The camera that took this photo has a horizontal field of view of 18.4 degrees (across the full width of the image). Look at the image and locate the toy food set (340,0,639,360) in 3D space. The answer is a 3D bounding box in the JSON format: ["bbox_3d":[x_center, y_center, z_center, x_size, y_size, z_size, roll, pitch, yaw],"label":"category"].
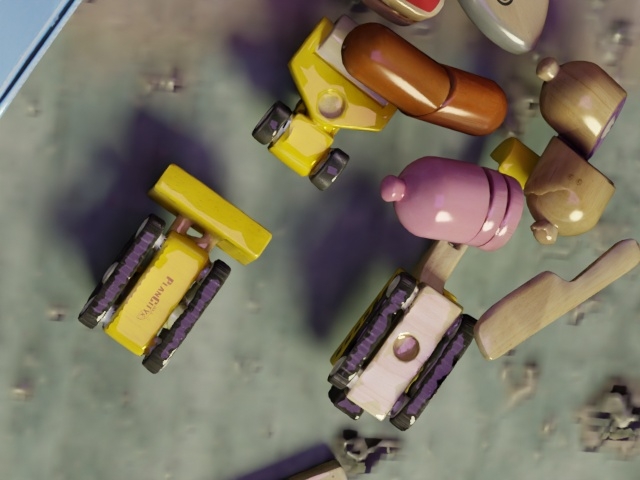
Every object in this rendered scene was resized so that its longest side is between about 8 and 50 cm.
[{"bbox_3d":[0.038,-0.038,0.472,0.078,0.019,0.122,-31,99,-30],"label":"toy food set"}]

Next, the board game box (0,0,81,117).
[{"bbox_3d":[-0.100,-0.146,0.350,0.211,0.039,0.160,37,80,-18],"label":"board game box"}]

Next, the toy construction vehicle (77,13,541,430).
[{"bbox_3d":[0.000,0.000,0.493,0.086,0.035,0.098,33,91,-8],"label":"toy construction vehicle"}]

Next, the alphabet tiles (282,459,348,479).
[{"bbox_3d":[-0.013,0.185,0.544,0.198,0.009,0.237,-21,108,-9],"label":"alphabet tiles"}]
